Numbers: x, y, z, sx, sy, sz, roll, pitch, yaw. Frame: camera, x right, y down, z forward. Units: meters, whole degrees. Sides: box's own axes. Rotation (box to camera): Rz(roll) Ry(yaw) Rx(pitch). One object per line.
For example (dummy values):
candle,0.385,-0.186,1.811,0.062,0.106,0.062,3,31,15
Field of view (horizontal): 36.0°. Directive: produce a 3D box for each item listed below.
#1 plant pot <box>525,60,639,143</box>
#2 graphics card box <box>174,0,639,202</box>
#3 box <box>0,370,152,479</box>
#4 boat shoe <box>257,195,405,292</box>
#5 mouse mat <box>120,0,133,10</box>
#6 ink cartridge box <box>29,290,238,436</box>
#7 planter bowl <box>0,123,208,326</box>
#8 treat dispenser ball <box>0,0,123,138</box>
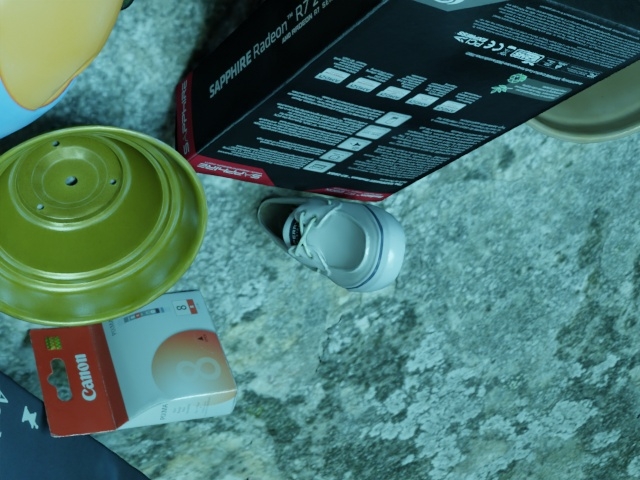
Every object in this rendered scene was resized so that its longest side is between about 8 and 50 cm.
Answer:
plant pot,0.261,-0.222,0.948,0.237,0.109,0.237,-5,120,-8
graphics card box,0.060,-0.142,0.807,0.233,0.094,0.371,8,160,-31
box,-0.353,0.301,0.902,0.212,0.293,0.395,-15,139,21
boat shoe,0.000,0.000,0.939,0.076,0.226,0.083,9,92,-23
mouse mat,-0.203,-0.270,0.756,0.190,0.007,0.152,13,119,-36
ink cartridge box,-0.187,0.117,0.981,0.179,0.145,0.045,-2,132,-26
planter bowl,-0.217,-0.032,0.881,0.217,0.090,0.217,-13,132,-15
treat dispenser ball,-0.258,-0.193,0.593,0.288,0.288,0.288,-14,131,-17
